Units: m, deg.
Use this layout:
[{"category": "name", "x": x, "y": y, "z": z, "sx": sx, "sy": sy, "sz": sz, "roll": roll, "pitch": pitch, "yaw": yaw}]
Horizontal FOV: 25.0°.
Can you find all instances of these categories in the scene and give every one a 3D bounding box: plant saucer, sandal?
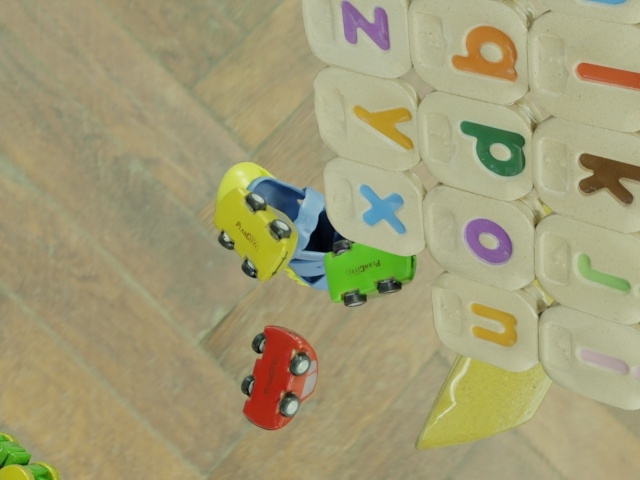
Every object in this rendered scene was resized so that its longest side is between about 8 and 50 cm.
[{"category": "plant saucer", "x": 0.214, "y": 0.003, "z": 1.252, "sx": 0.081, "sy": 0.333, "sz": 0.333, "roll": 28, "pitch": 24, "yaw": 7}, {"category": "sandal", "x": 0.000, "y": 0.000, "z": 1.948, "sx": 0.317, "sy": 0.138, "sz": 0.126, "roll": 24, "pitch": 85, "yaw": -48}]

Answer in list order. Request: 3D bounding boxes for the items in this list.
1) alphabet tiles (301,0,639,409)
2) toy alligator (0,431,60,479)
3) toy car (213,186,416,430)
[{"category": "alphabet tiles", "x": 0.113, "y": -0.045, "z": 0.741, "sx": 0.021, "sy": 0.278, "sz": 0.284, "roll": -39, "pitch": 133, "yaw": -41}, {"category": "toy alligator", "x": -0.209, "y": 0.186, "z": 1.028, "sx": 0.190, "sy": 0.056, "sz": 0.051, "roll": 34, "pitch": 93, "yaw": 15}, {"category": "toy car", "x": 0.007, "y": 0.044, "z": 1.353, "sx": 0.053, "sy": 0.225, "sz": 0.239, "roll": 5, "pitch": 70, "yaw": -51}]
